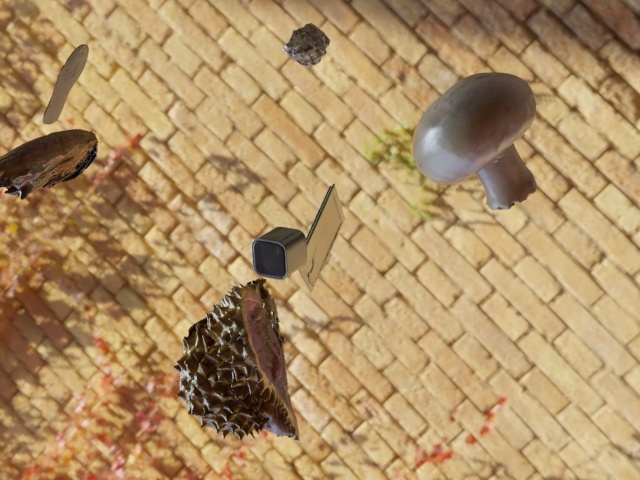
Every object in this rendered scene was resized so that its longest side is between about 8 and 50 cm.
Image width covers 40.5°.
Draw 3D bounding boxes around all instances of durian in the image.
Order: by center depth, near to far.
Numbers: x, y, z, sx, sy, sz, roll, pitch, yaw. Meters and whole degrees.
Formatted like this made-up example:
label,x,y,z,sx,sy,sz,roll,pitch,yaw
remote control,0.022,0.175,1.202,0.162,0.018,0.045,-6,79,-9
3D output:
label,x,y,z,sx,sy,sz,roll,pitch,yaw
durian,-0.169,0.236,1.574,0.185,0.196,0.305,4,-108,-79

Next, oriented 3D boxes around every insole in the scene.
label,x,y,z,sx,sy,sz,roll,pitch,yaw
insole,-0.505,-0.307,1.717,0.004,0.188,0.064,39,-157,16

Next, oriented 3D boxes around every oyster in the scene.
label,x,y,z,sx,sy,sz,roll,pitch,yaw
oyster,-0.021,-0.384,1.676,0.098,0.037,0.100,32,-118,-33

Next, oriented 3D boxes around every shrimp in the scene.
label,x,y,z,sx,sy,sz,roll,pitch,yaw
shrimp,-0.432,-0.085,1.248,0.262,0.117,0.066,-28,-119,-30

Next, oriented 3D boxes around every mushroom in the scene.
label,x,y,z,sx,sy,sz,roll,pitch,yaw
mushroom,0.363,-0.211,1.875,0.290,0.297,0.297,49,-166,-3

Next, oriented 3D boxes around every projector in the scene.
label,x,y,z,sx,sy,sz,roll,pitch,yaw
projector,-0.083,0.025,1.762,0.083,0.083,0.082,9,-157,28

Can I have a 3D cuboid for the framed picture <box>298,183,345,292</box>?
label,x,y,z,sx,sy,sz,roll,pitch,yaw
framed picture,0.000,0.000,2.063,0.016,0.216,0.273,21,167,12
